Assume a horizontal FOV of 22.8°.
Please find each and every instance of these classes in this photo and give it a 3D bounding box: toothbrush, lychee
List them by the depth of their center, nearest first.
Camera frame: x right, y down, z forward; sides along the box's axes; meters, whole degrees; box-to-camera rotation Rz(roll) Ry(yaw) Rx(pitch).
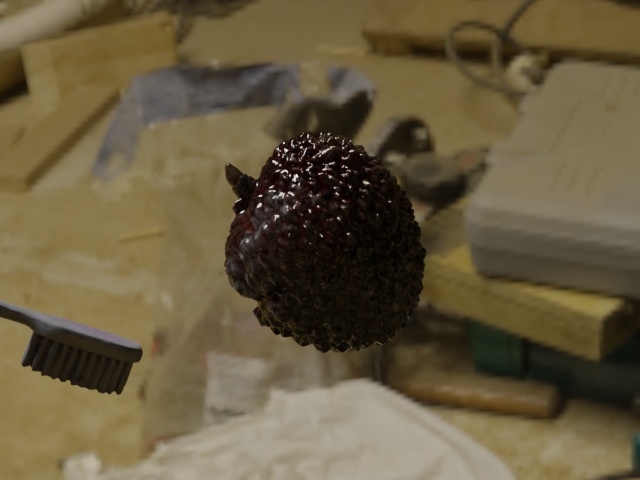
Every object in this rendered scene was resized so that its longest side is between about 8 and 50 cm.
[{"bbox_3d":[0.000,0.000,0.544,0.068,0.083,0.067,-48,3,-10],"label":"lychee"},{"bbox_3d":[-0.252,0.009,0.744,0.354,0.029,0.024,20,6,-18],"label":"toothbrush"}]
